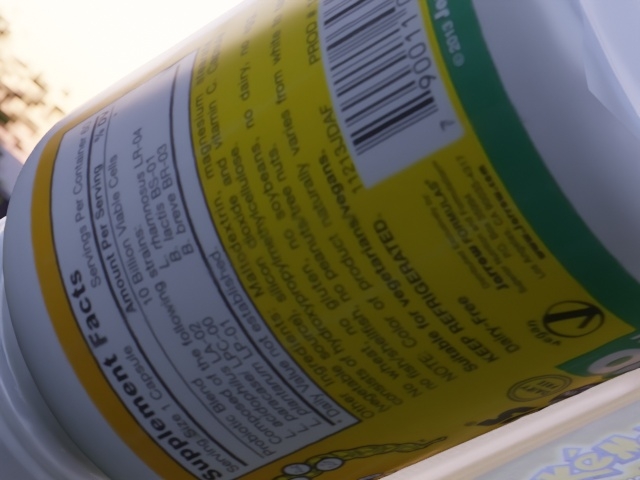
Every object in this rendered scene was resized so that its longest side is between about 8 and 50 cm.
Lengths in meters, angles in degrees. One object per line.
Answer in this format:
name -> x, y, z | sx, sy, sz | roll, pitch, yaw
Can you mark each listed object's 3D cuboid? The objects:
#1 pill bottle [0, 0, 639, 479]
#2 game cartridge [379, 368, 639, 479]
pill bottle -> 0.000, 0.000, 0.421 | 0.117, 0.208, 0.117 | 35, 40, -37
game cartridge -> 0.160, 0.137, 0.900 | 0.324, 0.285, 0.052 | 17, -60, 52
